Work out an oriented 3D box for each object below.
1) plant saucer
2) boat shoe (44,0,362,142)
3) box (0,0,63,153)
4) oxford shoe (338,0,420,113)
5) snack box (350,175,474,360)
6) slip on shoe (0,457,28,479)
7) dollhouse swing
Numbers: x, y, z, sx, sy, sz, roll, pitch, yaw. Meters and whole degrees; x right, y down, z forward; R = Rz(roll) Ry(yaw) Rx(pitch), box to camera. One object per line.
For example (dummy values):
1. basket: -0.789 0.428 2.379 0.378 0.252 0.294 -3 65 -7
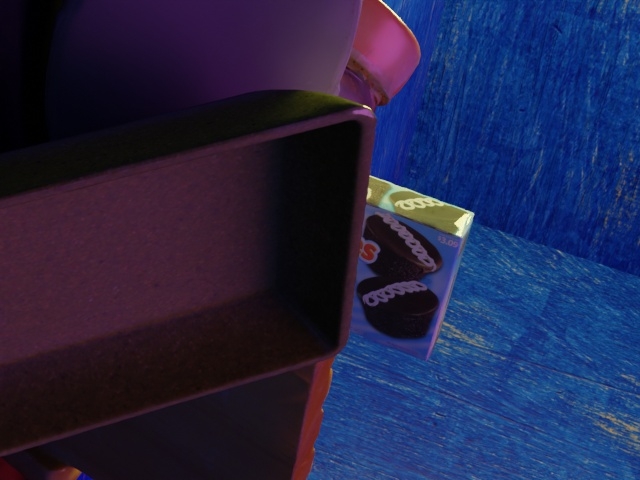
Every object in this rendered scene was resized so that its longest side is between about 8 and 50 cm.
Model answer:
1. plant saucer: -0.078 0.010 0.567 0.188 0.188 0.045 95 -24 -56
2. boat shoe: -0.030 -0.170 0.576 0.158 0.127 0.341 -90 -160 -51
3. box: -0.237 -0.017 0.547 0.343 0.178 0.313 -52 159 -66
4. oxford shoe: -0.113 -0.105 0.760 0.130 0.363 0.133 37 79 -41
5. snack box: 0.000 0.000 1.554 0.060 0.321 0.187 -55 162 -51
6. slip on shoe: -0.277 0.242 1.095 0.331 0.101 0.123 -60 168 -44
7. dollhouse swing: -0.103 0.018 1.040 0.315 0.304 0.347 -59 164 -52
